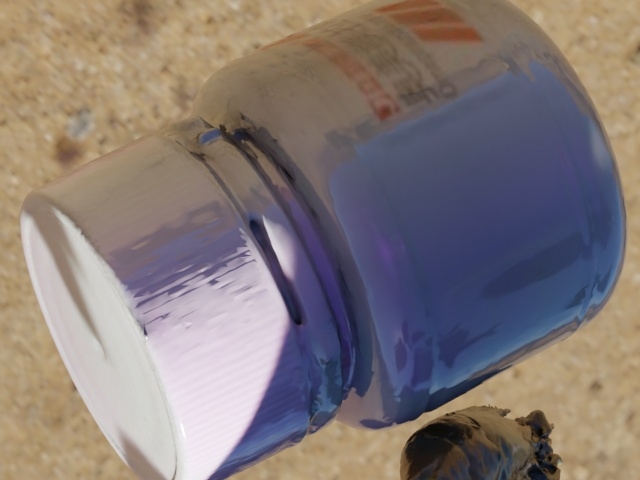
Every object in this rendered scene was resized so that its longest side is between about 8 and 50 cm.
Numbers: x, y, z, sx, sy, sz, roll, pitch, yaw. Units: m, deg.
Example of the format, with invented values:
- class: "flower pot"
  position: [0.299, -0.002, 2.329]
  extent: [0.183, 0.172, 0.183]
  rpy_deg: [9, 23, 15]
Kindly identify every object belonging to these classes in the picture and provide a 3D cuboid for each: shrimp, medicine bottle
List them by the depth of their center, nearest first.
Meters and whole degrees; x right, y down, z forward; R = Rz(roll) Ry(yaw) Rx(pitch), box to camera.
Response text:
- class: "medicine bottle"
  position: [0.000, 0.000, 1.223]
  extent: [0.325, 0.256, 0.256]
  rpy_deg: [-25, 132, -20]
- class: "shrimp"
  position: [0.119, 0.172, 1.292]
  extent: [0.061, 0.145, 0.267]
  rpy_deg: [-26, -179, 19]
